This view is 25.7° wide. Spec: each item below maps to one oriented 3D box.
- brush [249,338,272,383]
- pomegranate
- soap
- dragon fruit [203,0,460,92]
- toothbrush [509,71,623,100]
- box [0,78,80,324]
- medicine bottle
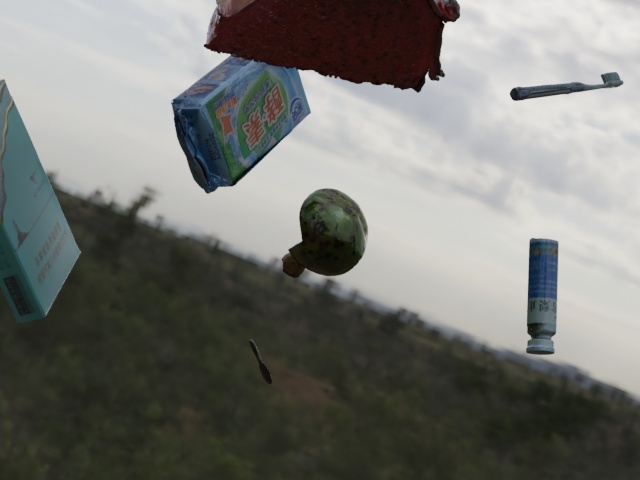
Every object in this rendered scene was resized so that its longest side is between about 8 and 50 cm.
[{"bbox_3d":[-0.100,0.203,2.349,0.008,0.083,0.024,-29,7,-34],"label":"brush"},{"bbox_3d":[0.012,0.005,2.327,0.122,0.169,0.143,32,20,14],"label":"pomegranate"},{"bbox_3d":[-0.122,-0.201,2.167,0.077,0.293,0.156,9,-50,37],"label":"soap"},{"bbox_3d":[0.025,-0.256,1.416,0.274,0.126,0.161,8,-34,-27],"label":"dragon fruit"},{"bbox_3d":[0.292,-0.181,1.645,0.220,0.019,0.016,-13,-12,-44],"label":"toothbrush"},{"bbox_3d":[-0.341,-0.045,1.545,0.041,0.229,0.162,-15,24,12],"label":"box"},{"bbox_3d":[0.365,0.091,2.312,0.051,0.191,0.051,4,-14,1],"label":"medicine bottle"}]
